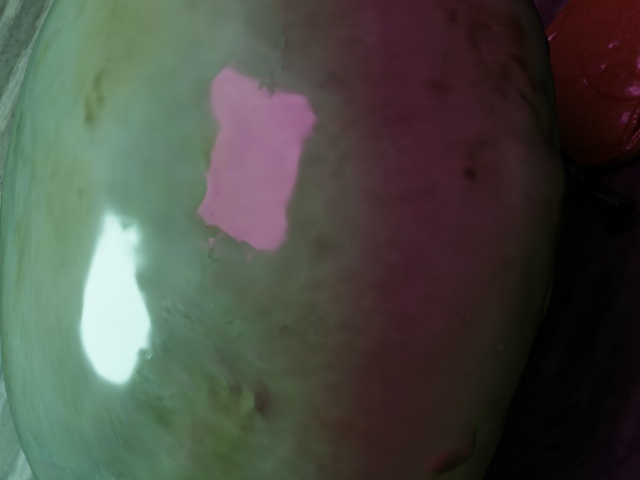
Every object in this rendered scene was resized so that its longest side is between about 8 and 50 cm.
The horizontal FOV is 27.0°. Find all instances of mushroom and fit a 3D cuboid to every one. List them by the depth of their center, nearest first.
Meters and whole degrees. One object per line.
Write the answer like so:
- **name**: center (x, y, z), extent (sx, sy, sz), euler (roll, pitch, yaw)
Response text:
- **mushroom**: center (0.000, 0.000, 0.646), extent (0.362, 0.294, 0.363), euler (-175, 90, -66)

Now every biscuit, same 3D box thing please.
- **biscuit**: center (0.150, -0.091, 0.707), extent (0.130, 0.019, 0.102), euler (-53, 43, 7)
